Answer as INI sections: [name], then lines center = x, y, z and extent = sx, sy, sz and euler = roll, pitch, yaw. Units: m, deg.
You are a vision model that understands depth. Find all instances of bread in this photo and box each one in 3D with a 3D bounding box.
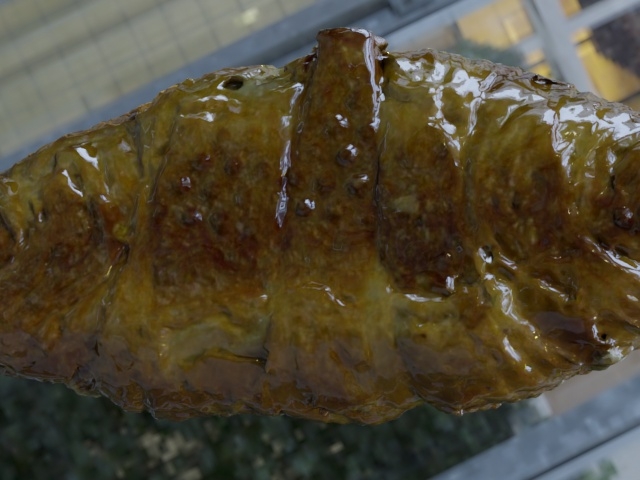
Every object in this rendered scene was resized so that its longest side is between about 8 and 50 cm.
[bread]
center = 0.000, 0.000, 0.459
extent = 0.076, 0.233, 0.105
euler = 52, 36, -69
